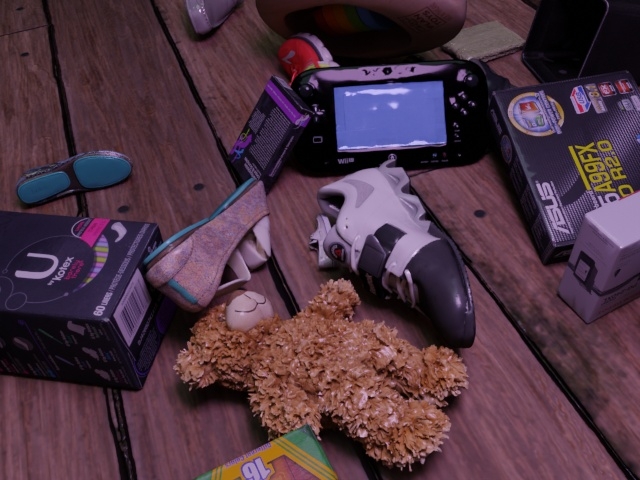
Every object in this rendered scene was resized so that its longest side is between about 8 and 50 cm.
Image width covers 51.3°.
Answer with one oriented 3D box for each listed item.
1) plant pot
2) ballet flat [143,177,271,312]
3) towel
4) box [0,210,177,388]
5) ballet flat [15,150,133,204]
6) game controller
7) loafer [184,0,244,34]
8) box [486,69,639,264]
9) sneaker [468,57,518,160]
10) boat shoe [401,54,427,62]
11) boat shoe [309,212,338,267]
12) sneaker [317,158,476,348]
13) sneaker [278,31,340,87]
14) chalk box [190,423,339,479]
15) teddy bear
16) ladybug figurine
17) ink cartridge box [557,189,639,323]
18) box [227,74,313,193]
[{"bbox_3d":[0.494,-0.361,1.176,0.166,0.188,0.187,-2,43,-14],"label":"plant pot"},{"bbox_3d":[-0.127,0.008,0.904,0.106,0.107,0.316,47,28,-5],"label":"ballet flat"},{"bbox_3d":[0.322,-0.390,1.320,0.148,0.027,0.110,-22,48,-17],"label":"towel"},{"bbox_3d":[-0.340,0.070,0.848,0.270,0.143,0.165,4,45,11],"label":"box"},{"bbox_3d":[-0.406,-0.113,1.101,0.188,0.070,0.070,-14,45,-13],"label":"ballet flat"},{"bbox_3d":[0.111,-0.199,1.072,0.319,0.067,0.167,-4,84,1],"label":"game controller"},{"bbox_3d":[-0.226,-0.561,1.495,0.111,0.112,0.320,-6,43,12],"label":"loafer"},{"bbox_3d":[0.384,-0.112,0.958,0.216,0.060,0.270,-9,61,-4],"label":"box"},{"bbox_3d":[0.325,-0.228,1.118,0.130,0.087,0.228,-12,48,-8],"label":"sneaker"},{"bbox_3d":[0.173,-0.299,1.216,0.183,0.066,0.066,-19,46,-13],"label":"boat shoe"},{"bbox_3d":[0.000,0.000,0.959,0.035,0.035,0.100,-8,51,-6],"label":"boat shoe"},{"bbox_3d":[0.085,0.025,0.865,0.146,0.123,0.331,-14,40,-10],"label":"sneaker"},{"bbox_3d":[-0.024,-0.281,1.198,0.118,0.107,0.279,-26,47,-12],"label":"sneaker"},{"bbox_3d":[-0.017,0.302,0.586,0.132,0.132,0.213,-23,47,-15],"label":"chalk box"},{"bbox_3d":[0.001,0.137,0.767,0.338,0.113,0.245,29,52,30],"label":"teddy bear"},{"bbox_3d":[0.074,-0.445,1.183,0.449,0.305,0.162,12,85,45],"label":"ladybug figurine"},{"bbox_3d":[0.365,0.019,0.816,0.109,0.151,0.063,-23,51,-16],"label":"ink cartridge box"},{"bbox_3d":[-0.083,-0.165,1.059,0.029,0.162,0.116,14,29,-41],"label":"box"}]
